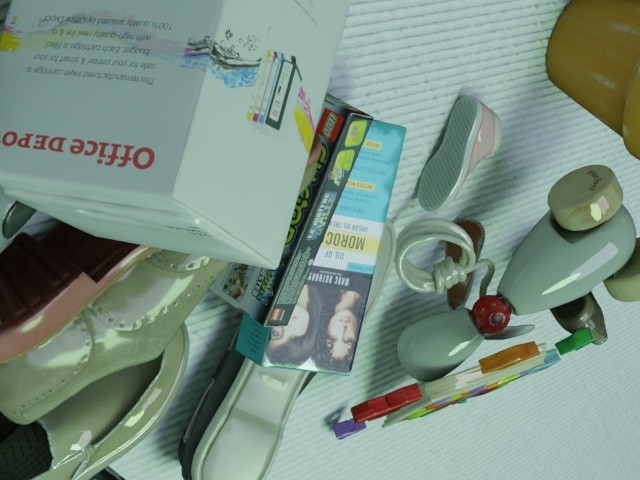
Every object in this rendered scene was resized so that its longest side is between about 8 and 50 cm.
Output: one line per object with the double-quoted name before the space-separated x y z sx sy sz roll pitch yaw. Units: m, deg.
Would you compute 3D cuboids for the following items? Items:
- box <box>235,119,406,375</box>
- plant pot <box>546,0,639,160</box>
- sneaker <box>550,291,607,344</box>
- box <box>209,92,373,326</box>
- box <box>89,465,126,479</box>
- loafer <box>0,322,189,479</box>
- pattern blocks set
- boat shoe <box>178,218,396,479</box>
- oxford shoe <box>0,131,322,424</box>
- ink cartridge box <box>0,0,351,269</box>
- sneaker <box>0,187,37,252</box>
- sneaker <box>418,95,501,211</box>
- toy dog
"box" 0.000 0.000 1.228 0.101 0.060 0.244 9 97 -29
"plant pot" 0.375 -0.205 1.514 0.205 0.188 0.205 -32 139 -33
"sneaker" 0.310 0.068 1.659 0.066 0.188 0.071 -36 120 14
"box" -0.042 -0.039 1.168 0.036 0.114 0.207 4 113 -54
"box" -0.308 0.378 1.185 0.322 0.079 0.257 -26 133 -40
"loafer" -0.216 0.151 1.096 0.268 0.102 0.092 -49 157 -13
"pattern blocks set" 0.168 0.174 1.544 0.325 0.026 0.285 -18 167 -14
"boat shoe" -0.045 0.106 1.319 0.112 0.095 0.335 34 83 -26
"oxford shoe" -0.140 0.017 1.073 0.348 0.123 0.130 -32 131 -19
"ink cartridge box" -0.104 -0.120 0.904 0.168 0.171 0.232 36 66 -61
"sneaker" -0.251 -0.069 0.913 0.132 0.086 0.228 -39 151 -38
"sneaker" 0.161 -0.089 1.449 0.070 0.051 0.134 15 100 -50
"toy dog" 0.235 0.028 1.531 0.334 0.161 0.220 -13 112 -2
